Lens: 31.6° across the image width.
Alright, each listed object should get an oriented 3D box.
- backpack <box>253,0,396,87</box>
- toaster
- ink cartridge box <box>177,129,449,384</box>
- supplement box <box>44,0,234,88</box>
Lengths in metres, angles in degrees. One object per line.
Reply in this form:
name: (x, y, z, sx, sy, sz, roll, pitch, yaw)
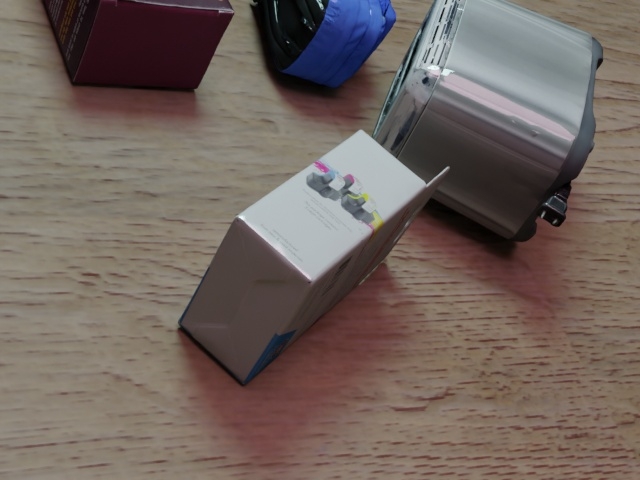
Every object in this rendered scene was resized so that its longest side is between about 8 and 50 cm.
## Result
backpack: (0.010, -0.187, 0.921, 0.101, 0.098, 0.120, 14, 43, -25)
toaster: (0.130, -0.102, 0.893, 0.146, 0.129, 0.227, 25, 43, -3)
ink cartridge box: (0.000, 0.000, 0.725, 0.061, 0.104, 0.181, 41, 41, 9)
supplement box: (-0.152, -0.208, 0.851, 0.104, 0.081, 0.188, -1, 50, -33)
